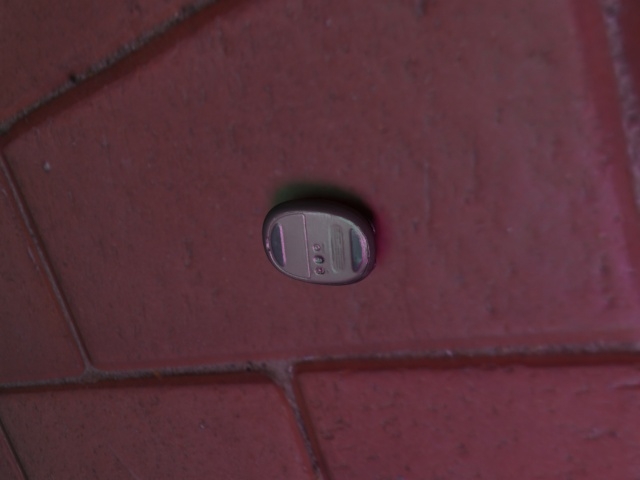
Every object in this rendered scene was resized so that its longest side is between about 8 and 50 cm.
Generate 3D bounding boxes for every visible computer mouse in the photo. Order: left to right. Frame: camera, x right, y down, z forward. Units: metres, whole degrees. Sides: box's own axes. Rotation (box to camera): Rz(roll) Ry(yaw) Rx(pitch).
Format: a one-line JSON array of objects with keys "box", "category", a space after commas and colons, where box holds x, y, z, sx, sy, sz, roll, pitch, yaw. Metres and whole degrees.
[{"box": [0.001, -0.001, 0.431, 0.096, 0.039, 0.066, 5, 112, 24], "category": "computer mouse"}]
